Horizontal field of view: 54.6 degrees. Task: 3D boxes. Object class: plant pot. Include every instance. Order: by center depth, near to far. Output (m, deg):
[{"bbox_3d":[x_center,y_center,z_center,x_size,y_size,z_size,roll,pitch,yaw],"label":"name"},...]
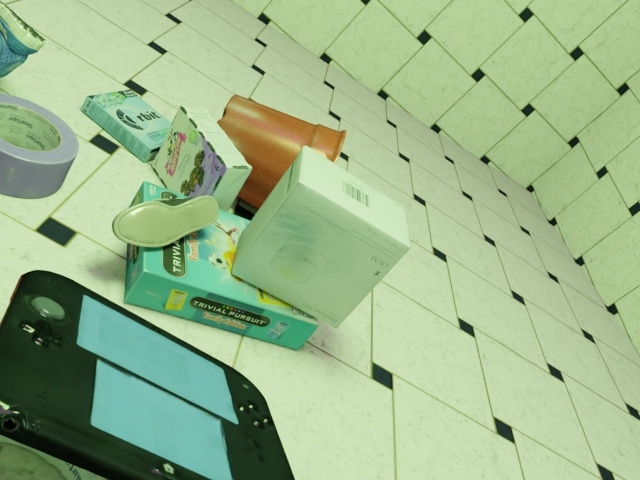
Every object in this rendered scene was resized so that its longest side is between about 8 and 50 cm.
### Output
[{"bbox_3d":[-0.118,-0.184,1.412,0.265,0.272,0.272,25,28,-7],"label":"plant pot"}]

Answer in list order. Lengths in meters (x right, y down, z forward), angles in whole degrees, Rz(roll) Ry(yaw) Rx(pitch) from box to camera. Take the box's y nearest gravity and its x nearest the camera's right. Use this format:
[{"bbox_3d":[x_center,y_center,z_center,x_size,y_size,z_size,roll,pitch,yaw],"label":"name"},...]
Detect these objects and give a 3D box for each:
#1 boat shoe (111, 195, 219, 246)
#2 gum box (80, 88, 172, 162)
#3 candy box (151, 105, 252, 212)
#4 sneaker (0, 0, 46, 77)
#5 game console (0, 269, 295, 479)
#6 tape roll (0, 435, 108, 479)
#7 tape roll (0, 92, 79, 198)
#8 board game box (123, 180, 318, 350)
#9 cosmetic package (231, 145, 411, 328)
[{"bbox_3d":[-0.264,-0.034,1.034,0.206,0.065,0.075,-19,105,-49],"label":"boat shoe"},{"bbox_3d":[-0.411,-0.260,1.388,0.184,0.041,0.157,40,27,3],"label":"gum box"},{"bbox_3d":[-0.248,-0.150,1.271,0.070,0.165,0.196,-6,49,-48],"label":"candy box"},{"bbox_3d":[-0.660,-0.395,1.191,0.330,0.147,0.130,33,-9,42],"label":"sneaker"},{"bbox_3d":[-0.198,0.185,0.741,0.386,0.060,0.342,34,1,-24],"label":"game console"},{"bbox_3d":[-0.319,0.257,0.620,0.274,0.090,0.275,28,28,-17],"label":"tape roll"},{"bbox_3d":[-0.519,-0.163,1.057,0.189,0.080,0.189,29,27,-16],"label":"tape roll"},{"bbox_3d":[-0.182,0.046,1.139,0.336,0.079,0.254,22,30,-30],"label":"board game box"},{"bbox_3d":[0.000,0.000,1.094,0.224,0.225,0.138,29,31,-16],"label":"cosmetic package"}]
